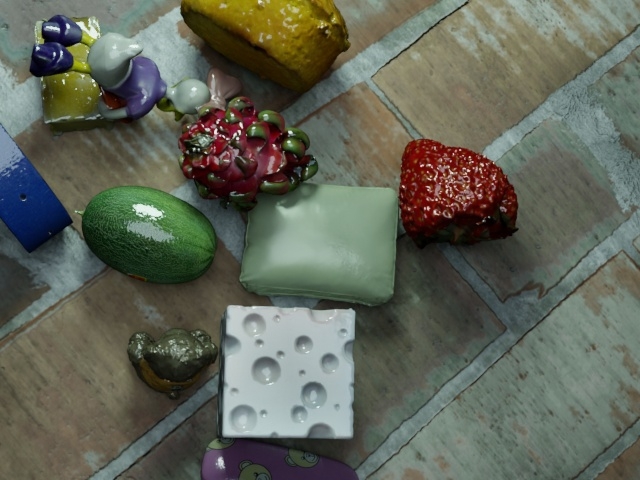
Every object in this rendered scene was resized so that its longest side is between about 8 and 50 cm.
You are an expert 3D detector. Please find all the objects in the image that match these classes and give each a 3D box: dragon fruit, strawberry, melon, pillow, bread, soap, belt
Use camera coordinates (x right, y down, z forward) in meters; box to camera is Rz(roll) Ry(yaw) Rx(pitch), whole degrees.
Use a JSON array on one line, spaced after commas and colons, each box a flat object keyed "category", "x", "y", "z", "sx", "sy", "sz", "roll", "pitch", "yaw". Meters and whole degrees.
[{"category": "dragon fruit", "x": -0.137, "y": -0.166, "z": 1.696, "sx": 0.273, "sy": 0.198, "sz": 0.218, "roll": -9, "pitch": 90, "yaw": -5}, {"category": "strawberry", "x": 0.276, "y": -0.104, "z": 1.815, "sx": 0.261, "sy": 0.261, "sz": 0.257, "roll": 2, "pitch": 80, "yaw": -9}, {"category": "melon", "x": -0.346, "y": -0.014, "z": 1.728, "sx": 0.288, "sy": 0.182, "sz": 0.182, "roll": 22, "pitch": 76, "yaw": -5}, {"category": "pillow", "x": 0.000, "y": 0.000, "z": 1.811, "sx": 0.322, "sy": 0.120, "sz": 0.255, "roll": 6, "pitch": 77, "yaw": -6}, {"category": "bread", "x": -0.120, "y": -0.454, "z": 1.779, "sx": 0.358, "sy": 0.337, "sz": 0.204, "roll": 32, "pitch": 83, "yaw": 7}, {"category": "soap", "x": -0.511, "y": -0.343, "z": 1.823, "sx": 0.135, "sy": 0.076, "sz": 0.233, "roll": -7, "pitch": 81, "yaw": -10}, {"category": "belt", "x": -0.623, "y": -0.145, "z": 1.689, "sx": 0.117, "sy": 0.212, "sz": 0.347, "roll": -38, "pitch": 101, "yaw": -13}]

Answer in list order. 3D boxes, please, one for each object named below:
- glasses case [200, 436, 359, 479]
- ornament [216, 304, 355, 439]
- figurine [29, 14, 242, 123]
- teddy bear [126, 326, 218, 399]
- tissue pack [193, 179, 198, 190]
[{"category": "glasses case", "x": -0.076, "y": 0.465, "z": 1.711, "sx": 0.317, "sy": 0.075, "sz": 0.123, "roll": 14, "pitch": 44, "yaw": -6}, {"category": "ornament", "x": -0.073, "y": 0.257, "z": 1.686, "sx": 0.240, "sy": 0.239, "sz": 0.239, "roll": 3, "pitch": 79, "yaw": -9}, {"category": "figurine", "x": -0.359, "y": -0.324, "z": 1.735, "sx": 0.421, "sy": 0.193, "sz": 0.154, "roll": 23, "pitch": 58, "yaw": -34}, {"category": "teddy bear", "x": -0.282, "y": 0.229, "z": 1.684, "sx": 0.177, "sy": 0.190, "sz": 0.140, "roll": 2, "pitch": 72, "yaw": -14}, {"category": "tissue pack", "x": -0.195, "y": -0.174, "z": 1.835, "sx": 0.169, "sy": 0.082, "sz": 0.120, "roll": -21, "pitch": 84, "yaw": -13}]
